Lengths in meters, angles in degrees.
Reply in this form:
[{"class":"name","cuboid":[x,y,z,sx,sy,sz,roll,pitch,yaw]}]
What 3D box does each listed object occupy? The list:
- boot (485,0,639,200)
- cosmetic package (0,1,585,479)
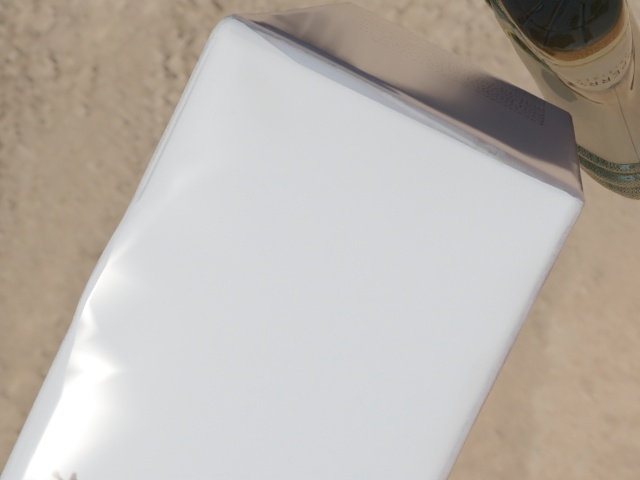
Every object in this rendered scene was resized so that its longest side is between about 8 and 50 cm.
[{"class":"boot","cuboid":[0.172,-0.169,1.359,0.095,0.203,0.262,-29,49,6]},{"class":"cosmetic package","cuboid":[0.009,0.017,0.932,0.230,0.161,0.453,-64,-3,11]}]
